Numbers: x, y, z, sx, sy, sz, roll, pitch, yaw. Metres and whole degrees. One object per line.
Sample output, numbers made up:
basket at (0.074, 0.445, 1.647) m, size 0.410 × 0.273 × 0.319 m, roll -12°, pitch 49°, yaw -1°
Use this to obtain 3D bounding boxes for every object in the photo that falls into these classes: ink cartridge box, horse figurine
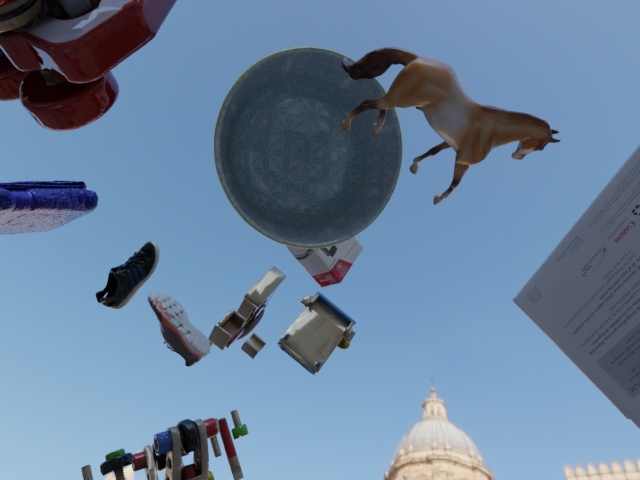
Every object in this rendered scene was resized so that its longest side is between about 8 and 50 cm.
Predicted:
ink cartridge box at (0.000, 0.000, 0.884) m, size 0.063 × 0.109 × 0.150 m, roll -19°, pitch -63°, yaw 49°
horse figurine at (0.142, -0.155, 0.565) m, size 0.263 × 0.066 × 0.174 m, roll 38°, pitch -40°, yaw -13°
ink cartridge box at (0.439, 0.057, 0.522) m, size 0.130 × 0.272 × 0.309 m, roll -2°, pitch -48°, yaw -32°

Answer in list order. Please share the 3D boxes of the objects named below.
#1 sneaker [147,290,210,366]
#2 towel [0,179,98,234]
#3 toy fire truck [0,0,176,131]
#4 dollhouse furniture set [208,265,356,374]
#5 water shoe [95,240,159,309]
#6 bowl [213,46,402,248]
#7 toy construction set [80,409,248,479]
sneaker at (-0.267, 0.161, 0.797) m, size 0.158 × 0.061 × 0.065 m, roll 47°, pitch -74°, yaw 16°
towel at (-0.658, -0.070, 0.919) m, size 0.227 × 0.308 × 0.076 m, roll -17°, pitch -94°, yaw 25°
toy fire truck at (-0.285, -0.278, 0.488) m, size 0.302 × 0.254 × 0.169 m, roll 27°, pitch -25°, yaw 25°
dollhouse furniture set at (-0.102, 0.278, 1.198) m, size 0.303 × 0.286 × 0.198 m, roll 37°, pitch -46°, yaw 5°
water shoe at (-0.493, 0.085, 1.149) m, size 0.073 × 0.203 × 0.080 m, roll 26°, pitch -9°, yaw 30°
bowl at (-0.031, -0.138, 0.714) m, size 0.289 × 0.156 × 0.289 m, roll -2°, pitch -83°, yaw -19°
toy construction set at (-0.247, 0.493, 0.886) m, size 0.257 × 0.237 × 0.309 m, roll -33°, pitch -22°, yaw 21°
